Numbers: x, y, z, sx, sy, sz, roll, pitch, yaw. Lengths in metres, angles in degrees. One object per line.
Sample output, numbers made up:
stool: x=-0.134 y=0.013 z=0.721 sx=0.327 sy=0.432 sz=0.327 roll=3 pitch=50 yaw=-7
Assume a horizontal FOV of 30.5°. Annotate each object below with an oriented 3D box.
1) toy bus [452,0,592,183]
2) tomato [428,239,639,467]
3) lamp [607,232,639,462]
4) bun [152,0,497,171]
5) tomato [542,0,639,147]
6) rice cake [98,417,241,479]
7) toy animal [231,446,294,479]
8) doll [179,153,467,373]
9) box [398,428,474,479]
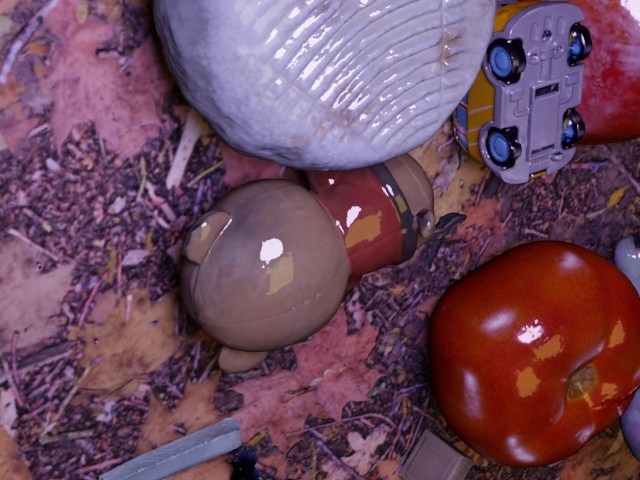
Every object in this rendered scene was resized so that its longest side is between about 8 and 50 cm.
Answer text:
toy bus: x=0.224 y=-0.185 z=1.368 sx=0.126 sy=0.136 sz=0.209 roll=-18 pitch=123 yaw=-28
tomato: x=0.267 y=0.137 z=1.516 sx=0.299 sy=0.226 sz=0.298 roll=-15 pitch=123 yaw=-23
lamp: x=0.456 y=0.162 z=1.658 sx=0.247 sy=0.301 sz=0.247 roll=-16 pitch=153 yaw=15
bun: x=0.006 y=-0.230 z=1.131 sx=0.354 sy=0.194 sz=0.354 roll=-14 pitch=120 yaw=-25
tomato: x=0.397 y=-0.238 z=1.452 sx=0.309 sy=0.170 sz=0.309 roll=-17 pitch=121 yaw=-30
rice cake: x=-0.172 y=0.257 z=1.367 sx=0.180 sy=0.030 sz=0.042 roll=-20 pitch=126 yaw=-28
toy animal: x=-0.075 y=0.338 z=1.479 sx=0.108 sy=0.062 sz=0.220 roll=-12 pitch=123 yaw=-12
doll: x=0.000 y=0.000 z=1.268 sx=0.330 sy=0.174 sz=0.235 roll=-32 pitch=136 yaw=-22
box: x=0.160 y=0.318 z=1.628 sx=0.035 sy=0.079 sz=0.083 roll=27 pitch=95 yaw=-45
